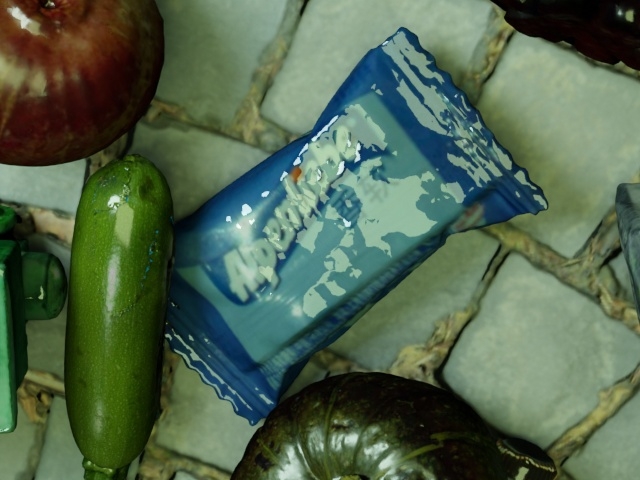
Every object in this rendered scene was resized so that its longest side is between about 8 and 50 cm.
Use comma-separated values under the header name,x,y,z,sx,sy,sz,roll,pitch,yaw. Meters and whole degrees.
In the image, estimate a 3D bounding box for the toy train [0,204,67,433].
name,x,y,z,sx,sy,sz,roll,pitch,yaw
toy train,-0.334,0.050,1.184,0.265,0.202,0.145,1,108,2

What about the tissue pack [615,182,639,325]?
name,x,y,z,sx,sy,sz,roll,pitch,yaw
tissue pack,0.325,0.162,1.145,0.124,0.288,0.394,-14,106,6

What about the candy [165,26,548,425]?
name,x,y,z,sx,sy,sz,roll,pitch,yaw
candy,0.000,0.000,1.222,0.331,0.077,0.187,-40,94,17

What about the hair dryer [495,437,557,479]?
name,x,y,z,sx,sy,sz,roll,pitch,yaw
hair dryer,0.112,0.315,1.301,0.203,0.128,0.362,24,99,-4

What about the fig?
name,x,y,z,sx,sy,sz,roll,pitch,yaw
fig,-0.218,-0.141,1.137,0.205,0.205,0.205,1,107,2

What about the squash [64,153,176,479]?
name,x,y,z,sx,sy,sz,roll,pitch,yaw
squash,-0.164,0.085,1.237,0.087,0.087,0.332,8,120,0

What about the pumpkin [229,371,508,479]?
name,x,y,z,sx,sy,sz,roll,pitch,yaw
pumpkin,0.031,0.213,1.208,0.238,0.238,0.159,-29,145,11

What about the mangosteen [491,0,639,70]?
name,x,y,z,sx,sy,sz,roll,pitch,yaw
mangosteen,0.235,-0.325,0.979,0.382,0.382,0.435,22,84,-4
